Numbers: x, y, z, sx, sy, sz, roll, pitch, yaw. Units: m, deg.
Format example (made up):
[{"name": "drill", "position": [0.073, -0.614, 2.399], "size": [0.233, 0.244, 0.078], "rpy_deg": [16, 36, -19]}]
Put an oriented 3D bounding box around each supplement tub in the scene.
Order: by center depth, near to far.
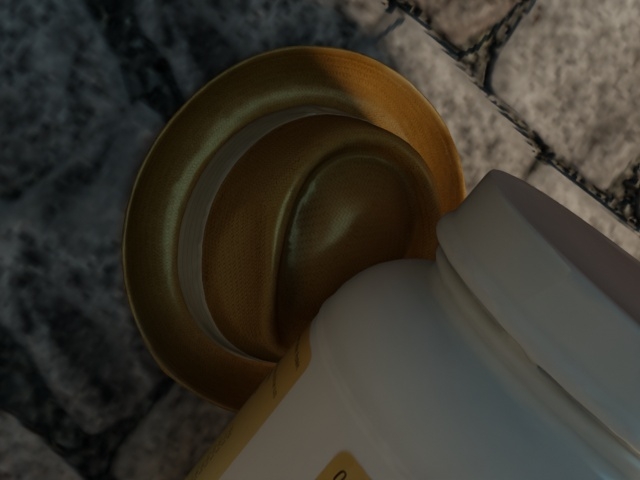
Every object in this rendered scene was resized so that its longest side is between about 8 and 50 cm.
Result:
[{"name": "supplement tub", "position": [0.046, 0.151, 0.491], "size": [0.228, 0.228, 0.316], "rpy_deg": [33, 105, -20]}]

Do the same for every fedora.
[{"name": "fedora", "position": [0.000, 0.000, 0.582], "size": [0.194, 0.079, 0.194], "rpy_deg": [-2, 97, -20]}]
